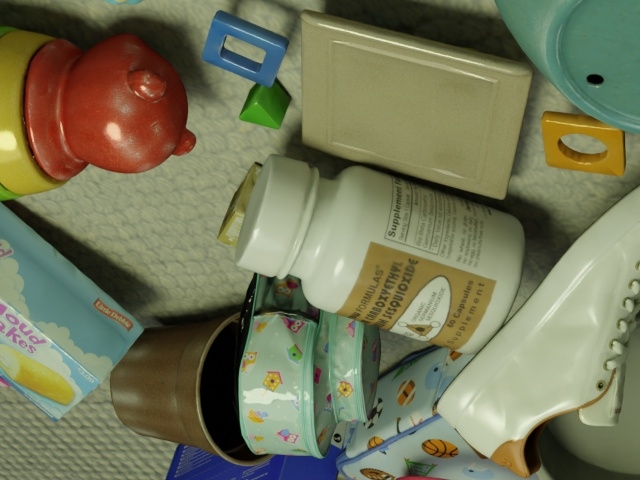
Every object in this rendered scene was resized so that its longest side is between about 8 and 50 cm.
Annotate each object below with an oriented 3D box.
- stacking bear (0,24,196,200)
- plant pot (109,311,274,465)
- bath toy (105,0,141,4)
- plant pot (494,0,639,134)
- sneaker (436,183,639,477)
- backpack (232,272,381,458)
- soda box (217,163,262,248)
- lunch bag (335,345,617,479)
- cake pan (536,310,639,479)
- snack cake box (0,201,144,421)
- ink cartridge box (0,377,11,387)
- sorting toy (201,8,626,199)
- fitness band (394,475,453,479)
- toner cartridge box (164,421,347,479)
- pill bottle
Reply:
[{"bbox_3d":[-0.250,-0.114,1.126,0.289,0.164,0.175,0,142,18],"label":"stacking bear"},{"bbox_3d":[-0.134,0.160,1.454,0.165,0.167,0.167,-3,141,40],"label":"plant pot"},{"bbox_3d":[-0.029,-0.273,0.816,0.348,0.129,0.151,-16,114,39],"label":"bath toy"},{"bbox_3d":[0.213,-0.176,0.771,0.290,0.195,0.290,13,146,9],"label":"plant pot"},{"bbox_3d":[0.231,0.075,1.089,0.123,0.106,0.290,44,109,19],"label":"sneaker"},{"bbox_3d":[-0.014,0.121,1.305,0.144,0.188,0.166,10,144,13],"label":"backpack"},{"bbox_3d":[0.000,0.000,1.240,0.181,0.061,0.058,25,146,-10],"label":"soda box"},{"bbox_3d":[0.180,0.218,1.421,0.243,0.115,0.303,30,146,-21],"label":"lunch bag"},{"bbox_3d":[0.333,0.152,1.222,0.293,0.054,0.293,-1,129,-1],"label":"cake pan"},{"bbox_3d":[-0.336,0.062,1.413,0.264,0.089,0.152,41,144,-7],"label":"snack cake box"},{"bbox_3d":[-0.543,0.125,1.682,0.371,0.069,0.176,-7,139,36],"label":"ink cartridge box"},{"bbox_3d":[0.076,-0.114,1.058,0.347,0.047,0.196,16,153,9],"label":"sorting toy"},{"bbox_3d":[0.209,0.306,1.354,0.290,0.054,0.209,15,162,6],"label":"fitness band"},{"bbox_3d":[-0.095,0.296,1.614,0.075,0.165,0.348,32,145,-19],"label":"toner cartridge box"},{"bbox_3d":[0.049,0.007,1.144,0.229,0.131,0.131,18,147,-10],"label":"pill bottle"}]
